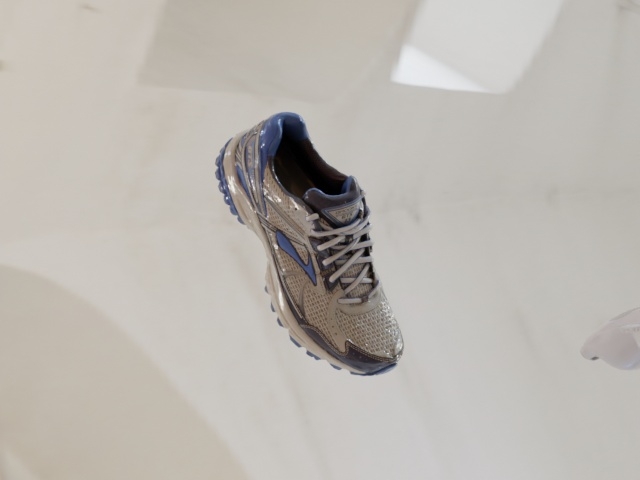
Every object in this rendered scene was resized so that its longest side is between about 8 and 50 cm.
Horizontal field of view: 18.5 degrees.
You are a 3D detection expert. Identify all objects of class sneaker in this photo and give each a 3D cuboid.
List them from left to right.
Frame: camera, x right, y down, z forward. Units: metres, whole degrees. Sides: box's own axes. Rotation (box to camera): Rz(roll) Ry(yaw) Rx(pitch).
[{"bbox_3d":[0.000,0.000,0.908,0.135,0.052,0.058,58,-40,9],"label":"sneaker"}]

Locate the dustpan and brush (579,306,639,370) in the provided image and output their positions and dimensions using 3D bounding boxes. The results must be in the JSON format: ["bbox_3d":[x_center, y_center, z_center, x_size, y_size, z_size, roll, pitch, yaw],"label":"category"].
[{"bbox_3d":[0.146,0.028,0.664,0.147,0.211,0.060,-13,-106,-24],"label":"dustpan and brush"}]
